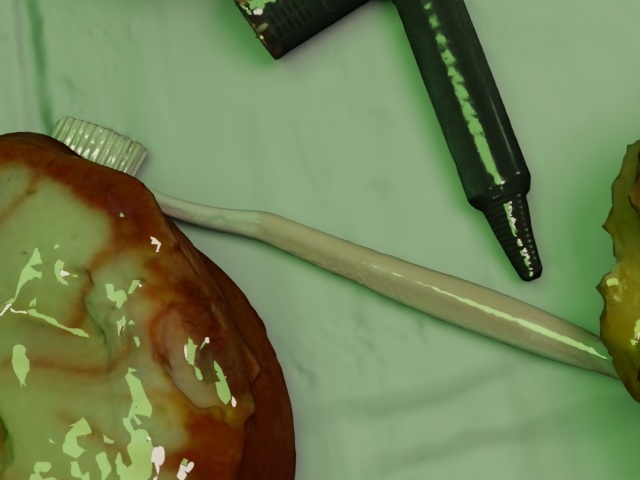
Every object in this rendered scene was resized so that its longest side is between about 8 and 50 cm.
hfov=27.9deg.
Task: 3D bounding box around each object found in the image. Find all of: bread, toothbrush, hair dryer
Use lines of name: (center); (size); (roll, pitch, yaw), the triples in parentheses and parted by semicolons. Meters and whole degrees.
bread: (-0.154, 0.126, 0.547); (0.295, 0.114, 0.328); (-16, 74, 15)
toothbrush: (0.000, 0.000, 0.578); (0.307, 0.025, 0.029); (21, 76, 20)
hair dryer: (0.076, -0.086, 0.568); (0.173, 0.050, 0.195); (-34, 75, 7)

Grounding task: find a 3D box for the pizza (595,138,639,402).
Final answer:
pizza: (0.218, 0.017, 0.418); (0.278, 0.114, 0.409); (39, 112, 38)
